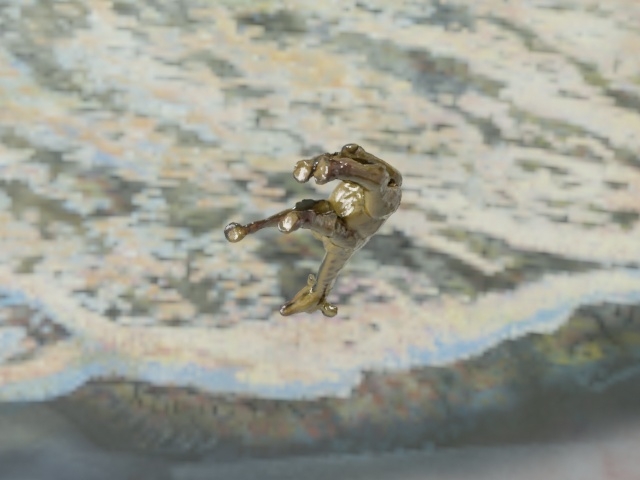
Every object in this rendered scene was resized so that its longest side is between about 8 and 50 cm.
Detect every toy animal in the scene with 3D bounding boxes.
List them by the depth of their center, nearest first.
[{"bbox_3d":[0.008,-0.005,1.299,0.149,0.054,0.275,-33,-19,-1],"label":"toy animal"}]
